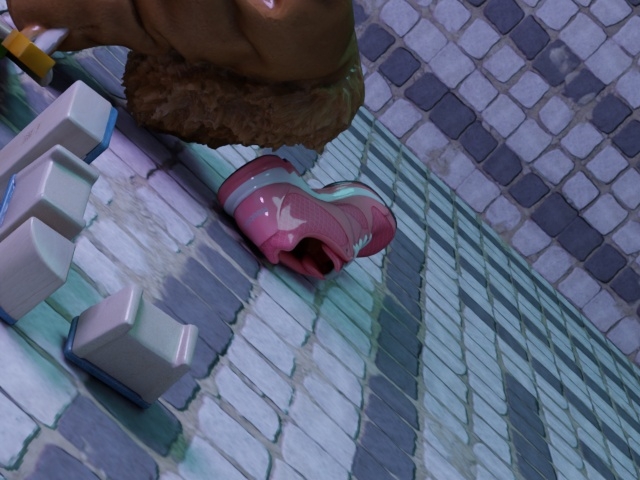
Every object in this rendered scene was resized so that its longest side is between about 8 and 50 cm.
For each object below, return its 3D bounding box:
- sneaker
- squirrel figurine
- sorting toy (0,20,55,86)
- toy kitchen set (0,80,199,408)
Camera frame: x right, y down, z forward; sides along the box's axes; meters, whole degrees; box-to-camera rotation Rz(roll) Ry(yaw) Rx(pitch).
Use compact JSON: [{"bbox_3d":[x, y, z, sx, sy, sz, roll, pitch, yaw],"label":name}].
[{"bbox_3d":[-0.001,0.000,1.628,0.314,0.116,0.136,14,42,-53],"label":"sneaker"},{"bbox_3d":[-0.150,-0.244,1.478,0.281,0.371,0.397,-98,177,-52],"label":"squirrel figurine"},{"bbox_3d":[-0.349,-0.224,1.230,0.229,0.041,0.307,41,-2,-29],"label":"sorting toy"},{"bbox_3d":[-0.182,0.014,1.041,0.166,0.122,0.207,38,35,-26],"label":"toy kitchen set"}]
